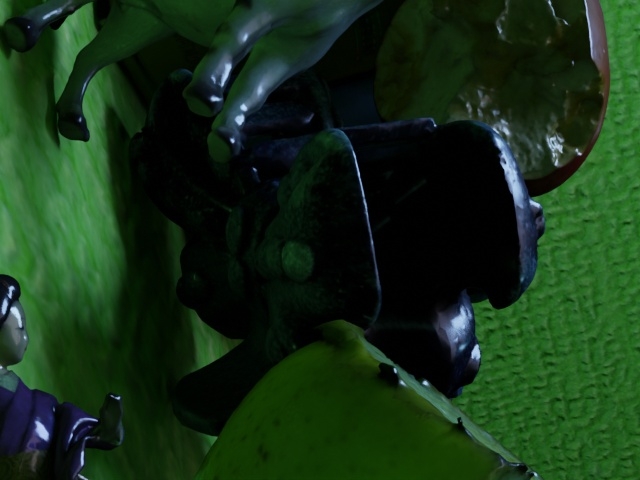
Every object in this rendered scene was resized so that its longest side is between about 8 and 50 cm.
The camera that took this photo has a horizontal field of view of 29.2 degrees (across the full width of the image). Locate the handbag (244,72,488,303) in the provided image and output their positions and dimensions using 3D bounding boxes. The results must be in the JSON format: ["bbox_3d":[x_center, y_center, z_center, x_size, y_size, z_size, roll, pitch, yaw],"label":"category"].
[{"bbox_3d":[0.026,-0.038,1.033,0.263,0.241,0.222,59,17,-71],"label":"handbag"}]

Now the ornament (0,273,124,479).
[{"bbox_3d":[-0.097,0.096,0.443,0.088,0.081,0.203,38,37,-79],"label":"ornament"}]

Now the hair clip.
[{"bbox_3d":[0.001,0.006,0.761,0.310,0.194,0.206,-146,-127,-59],"label":"hair clip"}]

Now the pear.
[{"bbox_3d":[0.021,0.193,0.575,0.159,0.292,0.292,25,-31,39],"label":"pear"}]

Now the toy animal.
[{"bbox_3d":[-0.043,-0.117,0.673,0.090,0.255,0.170,81,15,-48],"label":"toy animal"}]

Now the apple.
[{"bbox_3d":[0.123,-0.118,0.833,0.158,0.156,0.147,-67,161,-1],"label":"apple"}]

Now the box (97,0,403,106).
[{"bbox_3d":[-0.034,-0.164,0.887,0.141,0.220,0.064,66,9,-55],"label":"box"}]

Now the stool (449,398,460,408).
[{"bbox_3d":[0.021,0.172,0.870,0.121,0.125,0.217,-107,-143,-69],"label":"stool"}]
